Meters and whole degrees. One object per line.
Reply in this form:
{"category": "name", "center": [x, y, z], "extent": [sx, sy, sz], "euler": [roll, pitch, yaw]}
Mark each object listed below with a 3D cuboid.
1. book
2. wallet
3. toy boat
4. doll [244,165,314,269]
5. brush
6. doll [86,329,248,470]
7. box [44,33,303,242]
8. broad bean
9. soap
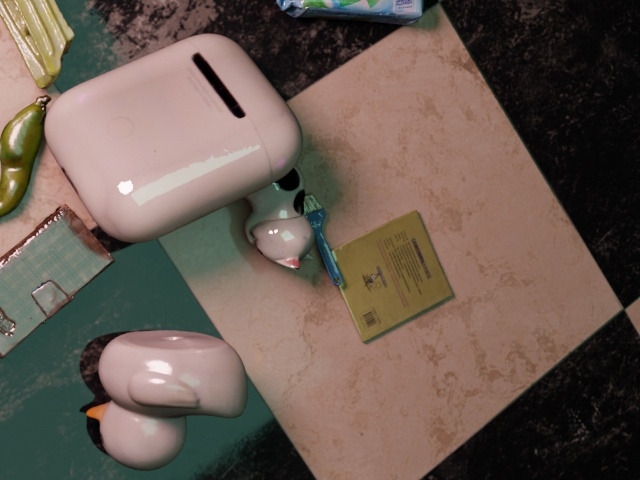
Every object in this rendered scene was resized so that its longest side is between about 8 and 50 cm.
{"category": "book", "center": [0.119, 0.059, 1.928], "extent": [0.192, 0.013, 0.168], "euler": [-25, 95, -20]}
{"category": "wallet", "center": [-0.438, 0.061, 1.706], "extent": [0.230, 0.042, 0.124], "euler": [-42, 98, -19]}
{"category": "toy boat", "center": [-0.455, -0.371, 1.692], "extent": [0.084, 0.111, 0.276], "euler": [-32, 94, -24]}
{"category": "doll", "center": [-0.070, -0.046, 1.816], "extent": [0.110, 0.107, 0.181], "euler": [-22, 104, -64]}
{"category": "brush", "center": [0.000, 0.000, 1.877], "extent": [0.051, 0.014, 0.164], "euler": [-21, 87, -18]}
{"category": "doll", "center": [-0.234, 0.247, 1.695], "extent": [0.251, 0.221, 0.221], "euler": [0, 86, 6]}
{"category": "box", "center": [-0.223, -0.162, 1.706], "extent": [0.349, 0.141, 0.289], "euler": [-27, 61, -20]}
{"category": "broad bean", "center": [-0.464, -0.126, 1.706], "extent": [0.070, 0.048, 0.214], "euler": [26, 81, -18]}
{"category": "soap", "center": [0.053, -0.451, 1.904], "extent": [0.293, 0.077, 0.156], "euler": [0, 86, -20]}
